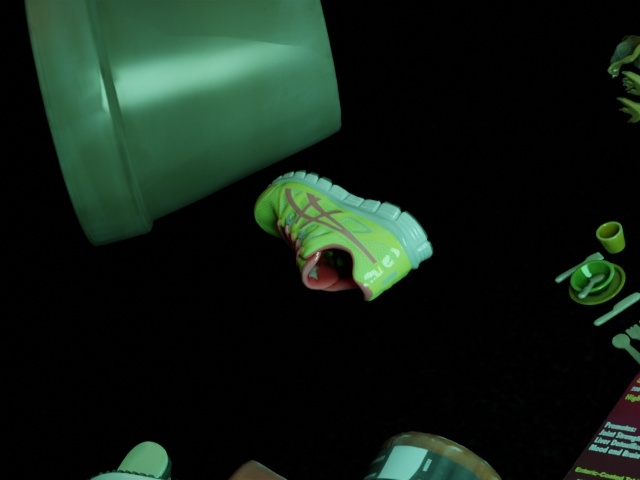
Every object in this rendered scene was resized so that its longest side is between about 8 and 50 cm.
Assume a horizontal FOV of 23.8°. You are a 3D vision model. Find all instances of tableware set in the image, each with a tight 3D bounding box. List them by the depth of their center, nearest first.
[{"bbox_3d":[0.259,0.033,1.217,0.104,0.024,0.154,-32,34,-3],"label":"tableware set"}]

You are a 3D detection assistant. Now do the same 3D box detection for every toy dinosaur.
[{"bbox_3d":[0.327,-0.159,1.373,0.112,0.064,0.211,-42,36,-19],"label":"toy dinosaur"}]

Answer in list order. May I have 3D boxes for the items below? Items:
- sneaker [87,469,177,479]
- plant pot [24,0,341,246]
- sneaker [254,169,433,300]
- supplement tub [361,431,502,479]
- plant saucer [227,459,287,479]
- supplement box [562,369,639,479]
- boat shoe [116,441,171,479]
[{"bbox_3d":[-0.128,0.232,1.202,0.161,0.057,0.075,5,56,18],"label":"sneaker"},{"bbox_3d":[-0.133,-0.178,1.566,0.280,0.323,0.323,-12,35,-3],"label":"plant pot"},{"bbox_3d":[0.000,0.000,1.399,0.208,0.081,0.094,17,58,46],"label":"sneaker"},{"bbox_3d":[0.049,0.236,1.043,0.106,0.106,0.198,1,45,37],"label":"supplement tub"},{"bbox_3d":[-0.026,0.298,0.947,0.259,0.047,0.259,21,95,48],"label":"plant saucer"},{"bbox_3d":[0.264,0.138,1.014,0.130,0.073,0.239,6,41,41],"label":"supplement box"},{"bbox_3d":[-0.174,0.229,1.275,0.049,0.042,0.133,33,66,23],"label":"boat shoe"}]
